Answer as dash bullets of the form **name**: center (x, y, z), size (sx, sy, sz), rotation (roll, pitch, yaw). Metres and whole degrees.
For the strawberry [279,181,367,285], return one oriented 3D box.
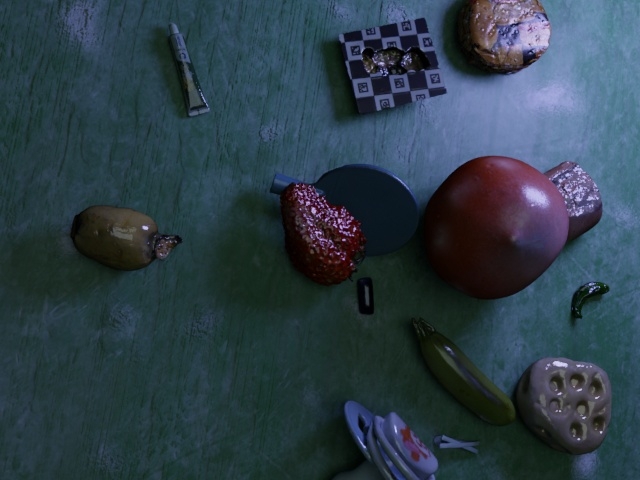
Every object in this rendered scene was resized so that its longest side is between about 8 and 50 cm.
- **strawberry**: center (-0.004, 0.005, 1.750), size (0.236, 0.106, 0.175), rotation (30, 110, -15)

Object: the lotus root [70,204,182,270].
- **lotus root**: center (-0.391, -0.002, 1.666), size (0.221, 0.125, 0.118), rotation (16, 54, -9)

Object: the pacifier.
- **pacifier**: center (0.112, 0.487, 1.729), size (0.233, 0.244, 0.299), rotation (-41, 95, 15)

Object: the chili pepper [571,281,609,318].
- **chili pepper**: center (0.641, 0.132, 1.990), size (0.118, 0.035, 0.055), rotation (-40, 79, -20)

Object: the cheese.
- **cheese**: center (0.562, 0.369, 1.901), size (0.218, 0.117, 0.235), rotation (-27, 91, -18)

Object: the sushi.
- **sushi**: center (0.160, -0.393, 1.899), size (0.215, 0.050, 0.192), rotation (-14, 85, -12)

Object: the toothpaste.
- **toothpaste**: center (-0.289, -0.367, 1.780), size (0.049, 0.031, 0.204), rotation (-18, 91, -15)

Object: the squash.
- **squash**: center (0.309, 0.301, 1.853), size (0.341, 0.094, 0.094), rotation (45, 75, -10)

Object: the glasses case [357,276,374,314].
- **glasses case**: center (0.102, 0.123, 1.843), size (0.034, 0.023, 0.083), rotation (-2, 84, -18)

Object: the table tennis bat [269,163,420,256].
- **table tennis bat**: center (0.053, -0.076, 1.788), size (0.329, 0.044, 0.215), rotation (17, 120, -2)

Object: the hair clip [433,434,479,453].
- **hair clip**: center (0.307, 0.456, 1.869), size (0.115, 0.039, 0.030), rotation (16, 89, -25)

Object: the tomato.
- **tomato**: center (0.380, -0.025, 1.787), size (0.322, 0.321, 0.321), rotation (2, 84, -16)

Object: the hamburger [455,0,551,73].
- **hamburger**: center (0.431, -0.503, 1.963), size (0.231, 0.107, 0.230), rotation (0, 89, -10)

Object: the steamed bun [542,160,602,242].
- **steamed bun**: center (0.587, -0.094, 1.961), size (0.145, 0.106, 0.175), rotation (-26, 89, -17)
